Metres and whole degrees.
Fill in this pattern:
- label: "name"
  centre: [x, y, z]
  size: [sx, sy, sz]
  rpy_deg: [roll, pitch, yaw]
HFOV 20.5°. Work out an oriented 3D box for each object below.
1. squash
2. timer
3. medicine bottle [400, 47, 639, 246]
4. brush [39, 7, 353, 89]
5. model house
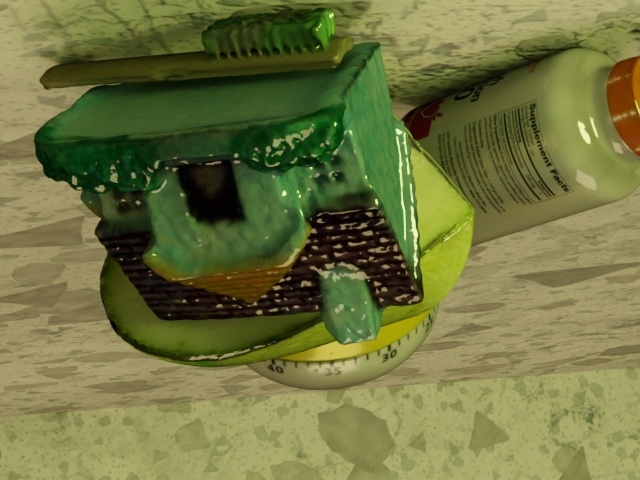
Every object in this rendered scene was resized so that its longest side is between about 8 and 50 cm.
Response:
- label: "squash"
  centre: [-0.053, 0.001, 1.693]
  size: [0.309, 0.233, 0.210]
  rpy_deg: [-9, 141, -39]
- label: "timer"
  centre: [0.000, 0.000, 1.956]
  size: [0.285, 0.285, 0.285]
  rpy_deg: [-7, 167, -2]
- label: "medicine bottle"
  centre: [0.219, -0.097, 1.751]
  size: [0.289, 0.157, 0.157]
  rpy_deg: [-19, 163, 41]
- label: "brush"
  centre: [-0.111, -0.162, 1.525]
  size: [0.282, 0.048, 0.054]
  rpy_deg: [-4, -162, 22]
- label: "model house"
  centre: [-0.069, -0.013, 1.524]
  size: [0.281, 0.248, 0.230]
  rpy_deg: [-5, -160, 16]
